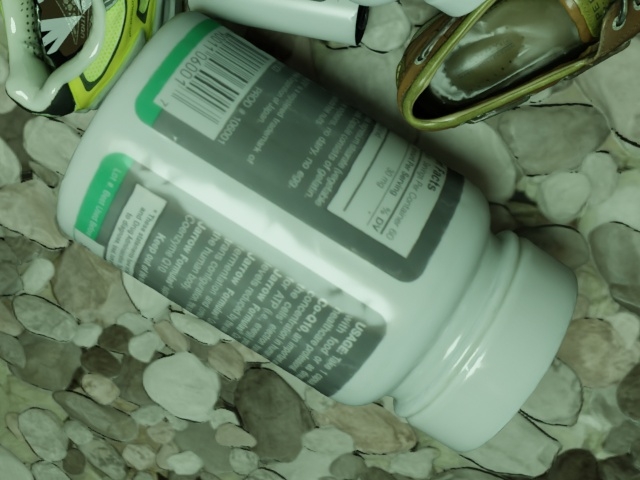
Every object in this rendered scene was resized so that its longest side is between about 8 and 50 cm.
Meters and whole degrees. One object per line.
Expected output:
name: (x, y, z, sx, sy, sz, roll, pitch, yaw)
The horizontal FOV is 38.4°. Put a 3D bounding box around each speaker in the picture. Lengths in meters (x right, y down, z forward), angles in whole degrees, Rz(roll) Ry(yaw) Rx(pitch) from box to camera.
speaker: (-0.030, -0.188, 0.710, 0.136, 0.055, 0.055, 13, 120, 9)

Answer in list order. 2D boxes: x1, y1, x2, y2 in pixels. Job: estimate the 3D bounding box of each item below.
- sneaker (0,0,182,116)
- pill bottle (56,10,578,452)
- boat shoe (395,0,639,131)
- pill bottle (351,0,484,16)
sneaker: (-0.165, -0.262, 0.646, 0.145, 0.147, 0.384, 9, 123, 11)
pill bottle: (0.000, 0.000, 0.716, 0.361, 0.204, 0.204, 33, 121, -3)
boat shoe: (0.185, -0.168, 0.630, 0.307, 0.104, 0.110, -37, 103, 29)
pill bottle: (0.004, -0.245, 0.576, 0.264, 0.146, 0.146, 26, 124, -23)
